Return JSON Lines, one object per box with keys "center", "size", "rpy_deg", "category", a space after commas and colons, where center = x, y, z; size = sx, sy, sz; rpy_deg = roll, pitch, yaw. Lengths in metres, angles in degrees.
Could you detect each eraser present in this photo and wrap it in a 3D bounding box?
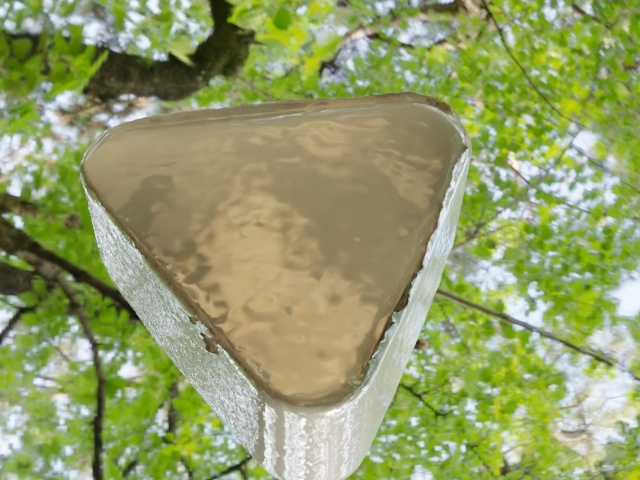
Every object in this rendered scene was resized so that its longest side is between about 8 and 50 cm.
{"center": [0.000, 0.000, 0.765], "size": [0.332, 0.150, 0.331], "rpy_deg": [-1, -129, 1], "category": "eraser"}
